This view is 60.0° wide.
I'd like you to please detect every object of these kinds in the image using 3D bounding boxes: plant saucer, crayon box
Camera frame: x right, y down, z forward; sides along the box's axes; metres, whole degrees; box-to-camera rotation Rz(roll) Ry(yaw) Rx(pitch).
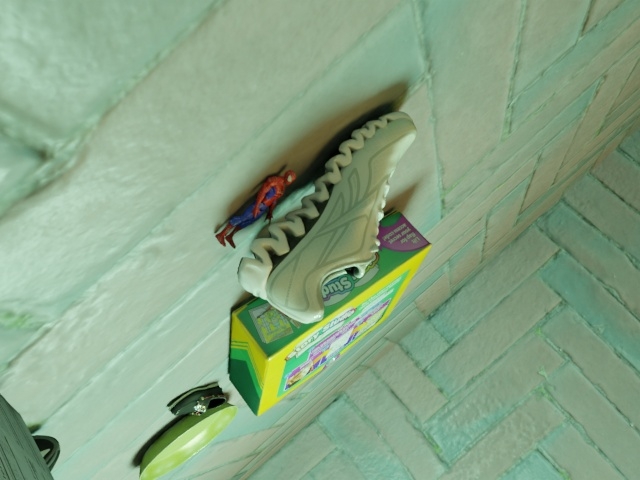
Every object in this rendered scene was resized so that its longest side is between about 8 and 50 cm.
[{"bbox_3d":[-0.285,0.419,1.180,0.240,0.037,0.241,-36,159,-16],"label":"plant saucer"},{"bbox_3d":[0.007,0.140,1.034,0.362,0.106,0.313,-32,157,-27],"label":"crayon box"}]

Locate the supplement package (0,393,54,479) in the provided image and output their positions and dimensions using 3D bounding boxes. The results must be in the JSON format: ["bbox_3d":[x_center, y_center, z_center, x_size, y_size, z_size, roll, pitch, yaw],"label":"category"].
[{"bbox_3d":[-0.316,0.208,0.395,0.199,0.198,0.263,-31,152,-27],"label":"supplement package"}]

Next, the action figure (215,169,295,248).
[{"bbox_3d":[-0.070,-0.037,0.633,0.115,0.030,0.038,-48,156,10],"label":"action figure"}]

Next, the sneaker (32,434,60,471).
[{"bbox_3d":[-0.363,0.251,0.630,0.078,0.067,0.188,-36,158,4],"label":"sneaker"}]

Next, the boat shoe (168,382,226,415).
[{"bbox_3d":[-0.227,0.303,1.038,0.049,0.042,0.133,-46,159,20],"label":"boat shoe"}]

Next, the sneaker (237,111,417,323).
[{"bbox_3d":[0.034,-0.029,0.672,0.292,0.118,0.110,-51,165,-10],"label":"sneaker"}]
